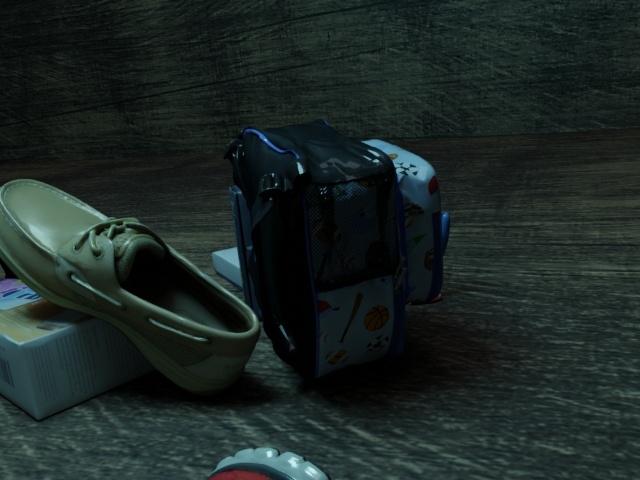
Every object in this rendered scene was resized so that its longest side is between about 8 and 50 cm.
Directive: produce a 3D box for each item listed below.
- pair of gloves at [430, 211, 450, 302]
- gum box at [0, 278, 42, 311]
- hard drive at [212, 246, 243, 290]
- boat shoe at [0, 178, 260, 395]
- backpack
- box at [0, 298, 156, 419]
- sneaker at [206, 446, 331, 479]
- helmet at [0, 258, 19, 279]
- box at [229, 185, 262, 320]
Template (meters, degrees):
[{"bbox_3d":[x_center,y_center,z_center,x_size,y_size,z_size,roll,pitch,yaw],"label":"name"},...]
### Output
[{"bbox_3d":[0.079,0.014,0.911,0.198,0.159,0.023,-6,7,-5],"label":"pair of gloves"},{"bbox_3d":[-0.415,0.103,0.958,0.188,0.062,0.107,2,17,28],"label":"gum box"},{"bbox_3d":[0.005,0.023,1.138,0.318,0.040,0.210,-13,16,-25],"label":"hard drive"},{"bbox_3d":[-0.210,0.024,0.733,0.341,0.110,0.122,33,41,4],"label":"boat shoe"},{"bbox_3d":[0.011,0.009,0.759,0.213,0.263,0.276,-3,19,-14],"label":"backpack"},{"bbox_3d":[-0.284,0.117,0.796,0.130,0.091,0.170,9,21,44],"label":"box"},{"bbox_3d":[-0.010,0.201,0.358,0.118,0.107,0.279,-28,22,-33],"label":"sneaker"},{"bbox_3d":[-0.504,-0.010,1.232,0.169,0.169,0.161,-1,32,20],"label":"helmet"},{"bbox_3d":[0.000,0.000,0.948,0.232,0.183,0.059,-9,15,-15],"label":"box"}]
